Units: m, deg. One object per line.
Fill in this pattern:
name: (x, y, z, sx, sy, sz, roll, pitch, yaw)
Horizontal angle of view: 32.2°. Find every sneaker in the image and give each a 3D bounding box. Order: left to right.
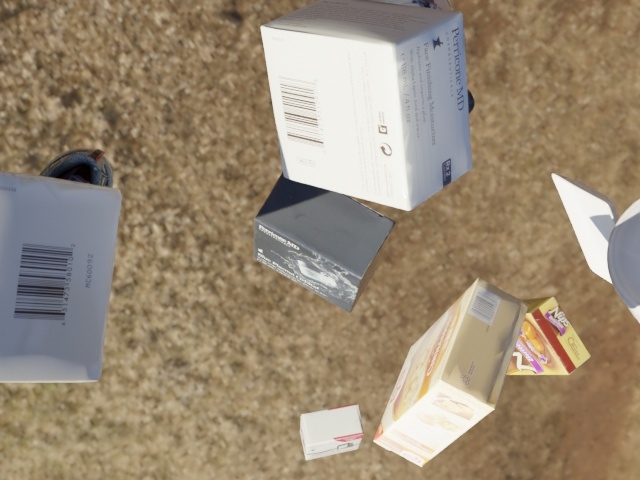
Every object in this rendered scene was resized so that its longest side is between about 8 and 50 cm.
sneaker: (-0.328, 0.001, 1.250, 0.261, 0.104, 0.125, -62, -169, -8)

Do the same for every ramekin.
ramekin: (0.600, 0.047, 1.767, 0.273, 0.273, 0.127, -32, 142, -2)

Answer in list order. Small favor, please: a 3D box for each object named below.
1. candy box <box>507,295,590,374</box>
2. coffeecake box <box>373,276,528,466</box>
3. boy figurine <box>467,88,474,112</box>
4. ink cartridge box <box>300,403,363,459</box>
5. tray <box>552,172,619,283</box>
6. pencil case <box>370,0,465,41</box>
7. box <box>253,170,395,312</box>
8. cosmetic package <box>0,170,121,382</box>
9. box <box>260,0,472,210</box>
candy box: (0.313, 0.146, 1.670, 0.053, 0.109, 0.187, -34, -175, -19)
coffeecake box: (0.143, 0.149, 1.232, 0.142, 0.068, 0.185, -64, -175, -36)
boy figurine: (0.125, -0.243, 1.738, 0.092, 0.177, 0.285, -26, 165, 34)
ink cartridge box: (0.020, 0.363, 2.092, 0.109, 0.063, 0.150, -11, 159, -6)
tray: (0.504, -0.009, 1.970, 0.030, 0.145, 0.270, -40, 130, -10)
pencil case: (0.084, -0.384, 1.588, 0.160, 0.410, 0.183, -27, 136, 16)
box: (0.000, 0.000, 1.432, 0.093, 0.156, 0.158, -59, 173, -19)
cosmetic package: (-0.383, 0.023, 1.123, 0.155, 0.366, 0.196, 7, 90, -48)
box: (0.050, -0.149, 1.166, 0.119, 0.182, 0.181, -34, 127, -39)
